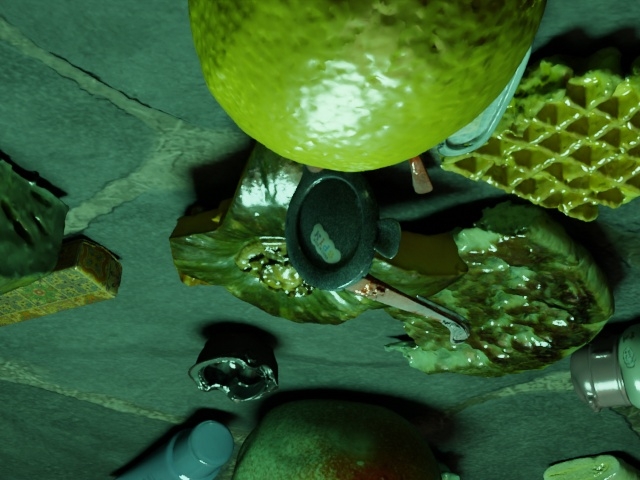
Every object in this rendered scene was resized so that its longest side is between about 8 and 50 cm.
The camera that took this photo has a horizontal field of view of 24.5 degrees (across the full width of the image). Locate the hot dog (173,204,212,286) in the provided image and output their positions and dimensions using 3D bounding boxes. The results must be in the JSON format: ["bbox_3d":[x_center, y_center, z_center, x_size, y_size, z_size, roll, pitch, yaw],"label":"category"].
[{"bbox_3d":[-0.131,0.006,1.623,0.062,0.038,0.144,2,150,-5],"label":"hot dog"}]

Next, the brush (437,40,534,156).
[{"bbox_3d":[0.148,-0.184,1.215,0.068,0.060,0.297,-12,148,-26],"label":"brush"}]

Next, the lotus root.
[{"bbox_3d":[-0.446,-0.015,1.501,0.260,0.149,0.267,-14,146,28],"label":"lotus root"}]

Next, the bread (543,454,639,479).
[{"bbox_3d":[0.444,0.385,2.281,0.139,0.060,0.178,-20,145,37],"label":"bread"}]

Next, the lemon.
[{"bbox_3d":[0.034,-0.182,1.012,0.245,0.245,0.320,12,151,-18],"label":"lemon"}]

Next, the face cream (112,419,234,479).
[{"bbox_3d":[-0.219,0.350,2.262,0.135,0.086,0.385,15,156,-16],"label":"face cream"}]

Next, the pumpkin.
[{"bbox_3d":[-0.027,-0.001,1.502,0.290,0.095,0.258,33,142,-32],"label":"pumpkin"}]

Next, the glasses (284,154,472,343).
[{"bbox_3d":[0.072,-0.039,1.324,0.118,0.234,0.268,-31,147,29],"label":"glasses"}]

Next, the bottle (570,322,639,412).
[{"bbox_3d":[0.417,0.148,1.771,0.233,0.110,0.110,-10,150,24],"label":"bottle"}]

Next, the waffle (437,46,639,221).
[{"bbox_3d":[0.259,-0.100,1.354,0.229,0.057,0.219,17,149,-27],"label":"waffle"}]

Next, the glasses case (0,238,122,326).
[{"bbox_3d":[-0.339,0.052,1.718,0.218,0.049,0.075,-15,142,30],"label":"glasses case"}]

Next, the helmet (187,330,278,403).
[{"bbox_3d":[-0.107,0.152,1.869,0.123,0.070,0.098,32,135,-33],"label":"helmet"}]

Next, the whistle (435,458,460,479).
[{"bbox_3d":[0.158,0.397,2.301,0.110,0.092,0.244,1,152,0],"label":"whistle"}]

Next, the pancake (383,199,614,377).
[{"bbox_3d":[0.187,0.066,1.706,0.305,0.067,0.427,1,155,20],"label":"pancake"}]

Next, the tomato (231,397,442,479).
[{"bbox_3d":[0.020,0.352,2.069,0.303,0.239,0.303,11,147,7],"label":"tomato"}]
